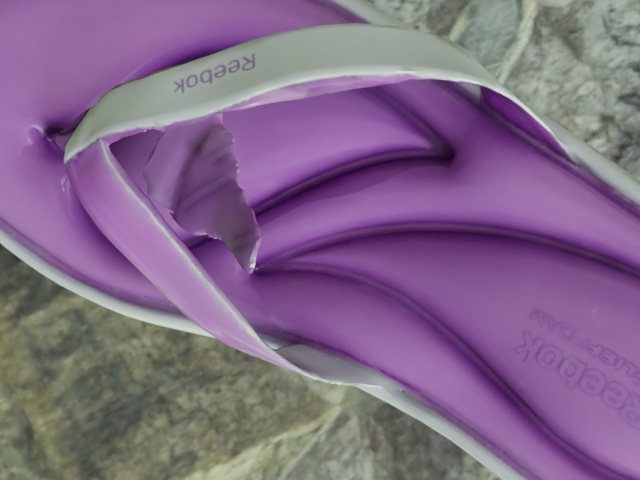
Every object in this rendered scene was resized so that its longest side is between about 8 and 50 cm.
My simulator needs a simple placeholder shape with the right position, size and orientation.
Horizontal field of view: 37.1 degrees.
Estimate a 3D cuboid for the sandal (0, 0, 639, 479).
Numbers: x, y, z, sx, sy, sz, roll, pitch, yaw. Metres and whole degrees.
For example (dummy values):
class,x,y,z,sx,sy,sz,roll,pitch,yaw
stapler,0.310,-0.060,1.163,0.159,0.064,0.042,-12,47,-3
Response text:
class,x,y,z,sx,sy,sz,roll,pitch,yaw
sandal,0.005,-0.015,0.366,0.416,0.102,0.169,23,-84,12
